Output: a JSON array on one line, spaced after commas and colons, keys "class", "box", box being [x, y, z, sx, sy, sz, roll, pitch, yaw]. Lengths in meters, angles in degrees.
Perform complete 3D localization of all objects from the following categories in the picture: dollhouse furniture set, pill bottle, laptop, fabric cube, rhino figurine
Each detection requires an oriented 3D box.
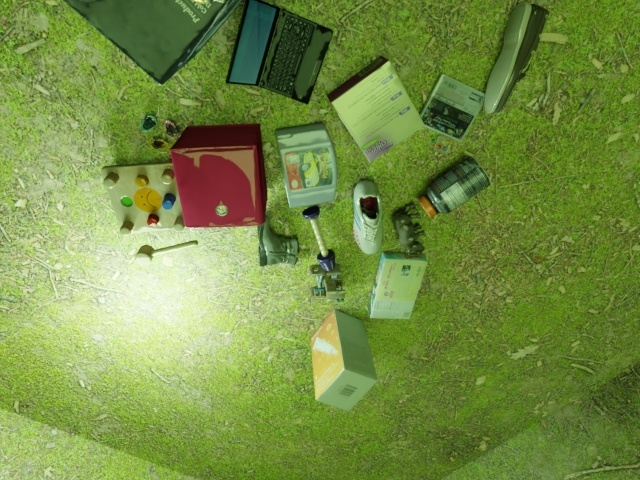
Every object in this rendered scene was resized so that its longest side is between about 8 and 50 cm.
[{"class": "dollhouse furniture set", "box": [0.024, 0.201, 1.633, 0.128, 0.184, 0.130, -3, 122, -4]}, {"class": "pill bottle", "box": [0.483, -0.187, 1.477, 0.245, 0.130, 0.130, -35, 119, 15]}, {"class": "laptop", "box": [-0.116, -0.546, 1.188, 0.264, 0.137, 0.235, 16, 119, -15]}, {"class": "fabric cube", "box": [-0.310, -0.215, 1.299, 0.253, 0.259, 0.259, -2, 121, -4]}, {"class": "rhino figurine", "box": [0.357, -0.026, 1.596, 0.106, 0.073, 0.243, -23, 122, 3]}]

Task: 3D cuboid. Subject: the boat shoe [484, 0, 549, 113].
[{"class": "boat shoe", "box": [0.616, -0.562, 1.268, 0.096, 0.117, 0.325, 7, 112, -10]}]

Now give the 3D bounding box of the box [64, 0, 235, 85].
[{"class": "box", "box": [-0.282, -0.665, 0.895, 0.471, 0.480, 0.297, -39, 118, 17]}]

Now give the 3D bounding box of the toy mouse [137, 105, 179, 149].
[{"class": "toy mouse", "box": [-0.522, -0.370, 1.312, 0.160, 0.031, 0.143, 2, 122, -6]}]

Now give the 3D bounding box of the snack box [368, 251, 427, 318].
[{"class": "snack box", "box": [0.328, 0.201, 1.739, 0.186, 0.060, 0.322, 4, 121, -9]}]

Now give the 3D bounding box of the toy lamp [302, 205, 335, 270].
[{"class": "toy lamp", "box": [0.000, 0.000, 1.573, 0.080, 0.080, 0.275, -16, 119, 4]}]

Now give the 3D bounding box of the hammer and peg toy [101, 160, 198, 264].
[{"class": "hammer and peg toy", "box": [-0.583, -0.100, 1.418, 0.265, 0.127, 0.362, -6, 122, -5]}]

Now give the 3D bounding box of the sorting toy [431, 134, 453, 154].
[{"class": "sorting toy", "box": [0.428, -0.347, 1.442, 0.083, 0.012, 0.062, 13, 119, -14]}]

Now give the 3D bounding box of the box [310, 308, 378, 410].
[{"class": "box", "box": [0.089, 0.506, 1.732, 0.168, 0.345, 0.215, 26, 115, -19]}]

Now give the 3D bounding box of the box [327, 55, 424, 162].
[{"class": "box", "box": [0.179, -0.424, 1.307, 0.213, 0.117, 0.243, -33, 118, 13]}]

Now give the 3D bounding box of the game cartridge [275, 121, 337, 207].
[{"class": "game cartridge", "box": [-0.040, -0.261, 1.423, 0.195, 0.060, 0.295, -12, 122, -4]}]

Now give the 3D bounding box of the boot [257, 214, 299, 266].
[{"class": "boot", "box": [-0.162, -0.003, 1.561, 0.161, 0.084, 0.247, -5, 128, -11]}]

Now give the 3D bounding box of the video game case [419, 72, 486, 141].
[{"class": "video game case", "box": [0.448, -0.451, 1.375, 0.190, 0.022, 0.173, 17, 118, -17]}]

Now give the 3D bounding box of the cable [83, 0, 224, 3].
[{"class": "cable", "box": [-0.307, -0.481, 0.681, 0.286, 0.072, 0.140, -4, 118, -5]}]

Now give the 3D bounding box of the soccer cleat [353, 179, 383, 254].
[{"class": "soccer cleat", "box": [0.180, -0.063, 1.512, 0.115, 0.143, 0.332, -11, 122, 1]}]
